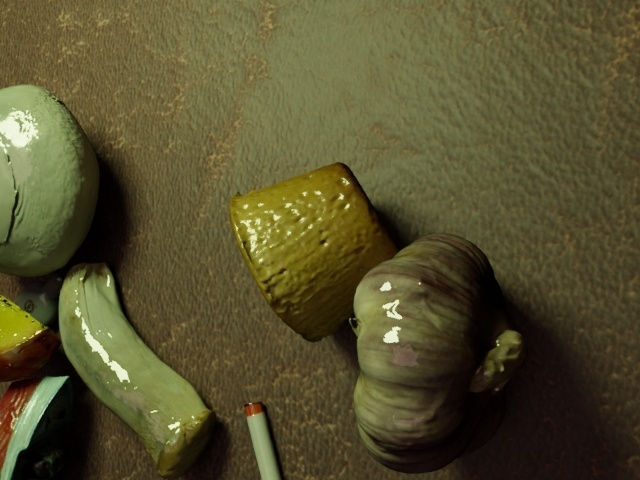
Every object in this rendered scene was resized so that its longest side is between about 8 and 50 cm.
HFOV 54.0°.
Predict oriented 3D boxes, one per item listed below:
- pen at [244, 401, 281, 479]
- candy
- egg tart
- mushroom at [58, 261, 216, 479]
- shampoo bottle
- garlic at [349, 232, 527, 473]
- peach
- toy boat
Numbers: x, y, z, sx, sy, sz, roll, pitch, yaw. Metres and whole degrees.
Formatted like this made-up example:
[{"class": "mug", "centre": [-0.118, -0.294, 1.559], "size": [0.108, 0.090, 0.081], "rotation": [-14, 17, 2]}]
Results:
[{"class": "pen", "centre": [-0.058, 0.326, 0.806], "size": [0.028, 0.028, 0.239], "rotation": [-22, 75, 22]}, {"class": "candy", "centre": [-0.441, -0.087, 0.951], "size": [0.295, 0.185, 0.295], "rotation": [7, 104, 28]}, {"class": "egg tart", "centre": [0.000, 0.000, 0.729], "size": [0.147, 0.202, 0.202], "rotation": [-32, 71, 6]}, {"class": "mushroom", "centre": [-0.276, 0.176, 0.897], "size": [0.123, 0.095, 0.351], "rotation": [-39, 68, -8]}, {"class": "shampoo bottle", "centre": [-0.459, 0.110, 1.016], "size": [0.165, 0.040, 0.080], "rotation": [-44, 70, 17]}, {"class": "garlic", "centre": [0.128, 0.110, 0.632], "size": [0.160, 0.245, 0.245], "rotation": [0, 85, 29]}, {"class": "peach", "centre": [-0.457, 0.151, 0.934], "size": [0.172, 0.092, 0.127], "rotation": [2, 46, 14]}, {"class": "toy boat", "centre": [-0.413, 0.359, 0.920], "size": [0.133, 0.145, 0.332], "rotation": [8, 90, 3]}]
